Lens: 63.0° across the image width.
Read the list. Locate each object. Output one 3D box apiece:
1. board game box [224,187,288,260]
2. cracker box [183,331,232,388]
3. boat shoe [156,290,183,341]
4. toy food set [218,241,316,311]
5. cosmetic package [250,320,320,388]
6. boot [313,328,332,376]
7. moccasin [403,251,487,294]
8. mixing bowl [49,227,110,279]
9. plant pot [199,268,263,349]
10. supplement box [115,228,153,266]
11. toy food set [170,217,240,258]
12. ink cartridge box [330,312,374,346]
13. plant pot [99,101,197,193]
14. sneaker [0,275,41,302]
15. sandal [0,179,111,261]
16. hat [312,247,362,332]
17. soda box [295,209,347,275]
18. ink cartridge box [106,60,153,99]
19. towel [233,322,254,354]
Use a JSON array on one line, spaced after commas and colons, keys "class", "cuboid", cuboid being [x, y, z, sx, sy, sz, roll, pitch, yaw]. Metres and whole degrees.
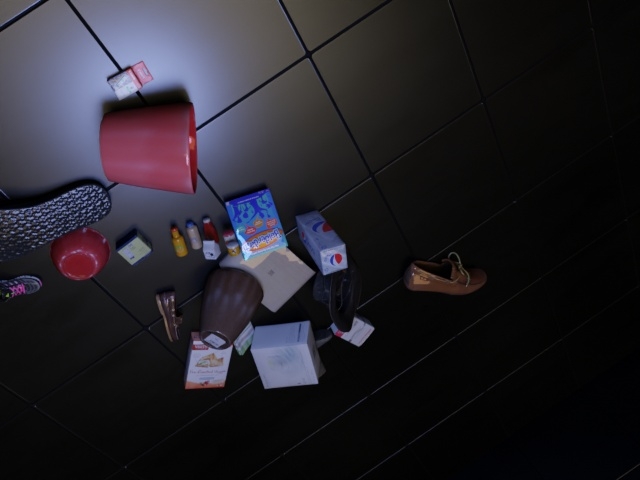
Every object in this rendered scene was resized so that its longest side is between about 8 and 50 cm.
[{"class": "board game box", "cuboid": [-0.220, -0.055, 1.791, 0.160, 0.047, 0.210, -20, 97, -11]}, {"class": "cracker box", "cuboid": [-0.436, 0.464, 2.029, 0.155, 0.067, 0.232, 3, 115, -24]}, {"class": "boat shoe", "cuboid": [-0.531, 0.275, 1.883, 0.073, 0.073, 0.207, -13, 122, -12]}, {"class": "toy food set", "cuboid": [-0.190, 0.101, 1.926, 0.220, 0.092, 0.306, -44, 115, 6]}, {"class": "cosmetic package", "cuboid": [-0.134, 0.452, 2.059, 0.224, 0.138, 0.224, -7, 123, 9]}, {"class": "boot", "cuboid": [-0.014, 0.485, 2.203, 0.189, 0.076, 0.209, -19, 117, 6]}, {"class": "moccasin", "cuboid": [0.536, 0.137, 2.203, 0.379, 0.139, 0.147, 7, 123, -15]}, {"class": "mixing bowl", "cuboid": [-0.764, 0.058, 1.658, 0.181, 0.098, 0.182, -9, 119, -17]}, {"class": "plant pot", "cuboid": [-0.329, 0.254, 1.810, 0.215, 0.230, 0.215, 7, 135, 7]}, {"class": "supplement box", "cuboid": [-0.613, 0.023, 1.722, 0.083, 0.056, 0.083, -37, 124, 1]}, {"class": "toy food set", "cuboid": [-0.378, -0.012, 1.750, 0.232, 0.111, 0.105, 1, 123, 19]}, {"class": "ink cartridge box", "cuboid": [0.135, 0.366, 2.202, 0.150, 0.063, 0.109, 32, 102, -33]}, {"class": "plant pot", "cuboid": [-0.487, -0.267, 1.504, 0.243, 0.275, 0.275, 0, 118, -9]}, {"class": "sneaker", "cuboid": [-0.973, 0.158, 1.644, 0.170, 0.075, 0.063, -5, 119, -19]}, {"class": "sandal", "cuboid": [-0.859, -0.061, 1.566, 0.445, 0.107, 0.168, -21, 123, -25]}, {"class": "hat", "cuboid": [0.047, 0.191, 2.009, 0.133, 0.331, 0.331, 0, 126, 23]}, {"class": "soda box", "cuboid": [0.000, 0.000, 1.813, 0.091, 0.286, 0.098, -16, 121, -12]}, {"class": "ink cartridge box", "cuboid": [-0.545, -0.459, 1.500, 0.115, 0.029, 0.063, -30, 124, -3]}, {"class": "towel", "cuboid": [-0.298, 0.354, 2.013, 0.113, 0.023, 0.152, -49, 134, -39]}]
